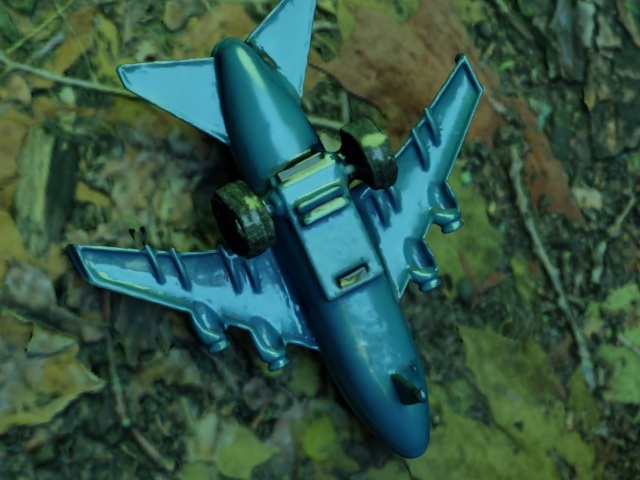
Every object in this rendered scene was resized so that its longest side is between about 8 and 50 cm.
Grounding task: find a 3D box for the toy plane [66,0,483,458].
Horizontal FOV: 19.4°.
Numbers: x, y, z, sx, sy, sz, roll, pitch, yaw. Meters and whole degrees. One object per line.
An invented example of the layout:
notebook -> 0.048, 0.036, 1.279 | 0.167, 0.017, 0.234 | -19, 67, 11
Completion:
toy plane -> 0.000, 0.000, 1.044 | 0.254, 0.105, 0.271 | -27, 91, -13
